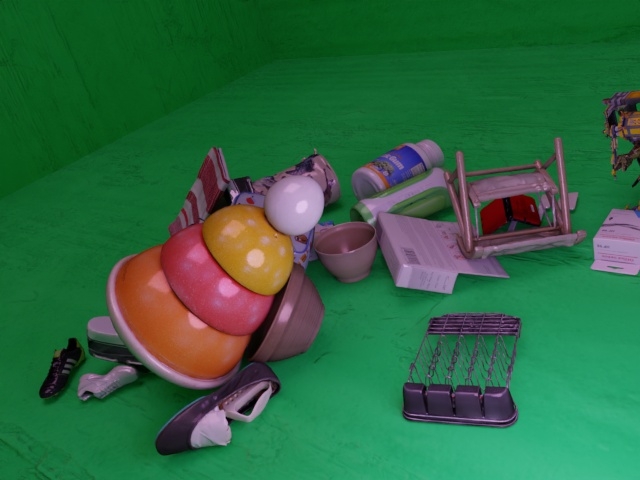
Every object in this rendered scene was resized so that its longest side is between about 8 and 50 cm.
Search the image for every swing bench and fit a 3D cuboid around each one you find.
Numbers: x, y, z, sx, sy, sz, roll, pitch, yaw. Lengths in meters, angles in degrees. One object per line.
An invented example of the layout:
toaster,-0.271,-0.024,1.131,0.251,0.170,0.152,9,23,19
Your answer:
swing bench,0.448,-0.083,1.619,0.254,0.254,0.165,-7,-14,-3

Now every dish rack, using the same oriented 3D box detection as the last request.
dish rack,0.278,0.231,1.310,0.208,0.074,0.271,-1,29,24

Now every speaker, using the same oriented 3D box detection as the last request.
speaker,0.233,-0.101,1.897,0.297,0.131,0.131,-25,28,-17

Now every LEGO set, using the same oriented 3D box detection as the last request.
LEGO set,0.747,-0.207,1.634,0.192,0.331,0.255,6,47,50

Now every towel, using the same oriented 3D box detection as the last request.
towel,-0.367,-0.098,2.044,0.037,0.329,0.237,21,24,-27

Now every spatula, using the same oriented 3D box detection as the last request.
spatula,0.558,-0.056,1.763,0.168,0.019,0.242,2,35,29

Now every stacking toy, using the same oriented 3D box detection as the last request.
stacking toy,-0.172,0.048,1.409,0.480,0.351,0.350,-42,19,22

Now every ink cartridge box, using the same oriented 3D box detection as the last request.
ink cartridge box,0.000,0.000,1.914,0.089,0.052,0.122,-13,28,6
ink cartridge box,0.681,0.000,1.538,0.104,0.060,0.180,8,35,38
ink cartridge box,0.286,0.031,1.690,0.261,0.066,0.296,8,25,-10

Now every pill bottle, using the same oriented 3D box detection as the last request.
pill bottle,0.238,-0.200,2.055,0.272,0.152,0.152,-32,31,-27

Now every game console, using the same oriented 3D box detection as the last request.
game console,0.488,-0.060,1.774,0.124,0.085,0.144,15,33,-1

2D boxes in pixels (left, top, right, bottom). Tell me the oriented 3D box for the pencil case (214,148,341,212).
pencil case,-0.153,-0.132,2.119,0.411,0.159,0.183,-22,54,-11

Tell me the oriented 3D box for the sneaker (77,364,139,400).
sneaker,-0.482,0.328,1.560,0.152,0.053,0.061,-17,36,11

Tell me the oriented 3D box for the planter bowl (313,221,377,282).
planter bowl,0.072,0.038,1.740,0.162,0.109,0.162,-12,28,7

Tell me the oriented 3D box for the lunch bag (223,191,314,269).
lunch bag,-0.139,-0.016,1.739,0.243,0.114,0.303,9,27,0

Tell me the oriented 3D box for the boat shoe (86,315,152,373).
boat shoe,-0.395,0.257,1.592,0.302,0.102,0.108,9,22,2

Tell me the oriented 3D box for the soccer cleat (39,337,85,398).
soccer cleat,-0.627,0.305,1.649,0.060,0.072,0.179,-8,28,16

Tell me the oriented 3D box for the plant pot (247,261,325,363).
plant pot,-0.064,0.174,1.504,0.110,0.237,0.237,26,28,-9

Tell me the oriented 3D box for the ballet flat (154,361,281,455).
ballet flat,-0.188,0.334,1.343,0.096,0.095,0.280,26,47,37

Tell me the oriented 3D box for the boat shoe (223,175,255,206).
boat shoe,-0.182,-0.055,1.946,0.105,0.113,0.306,-18,57,-17

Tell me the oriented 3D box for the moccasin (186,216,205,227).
moccasin,-0.282,-0.002,1.863,0.117,0.137,0.342,-15,1,0
